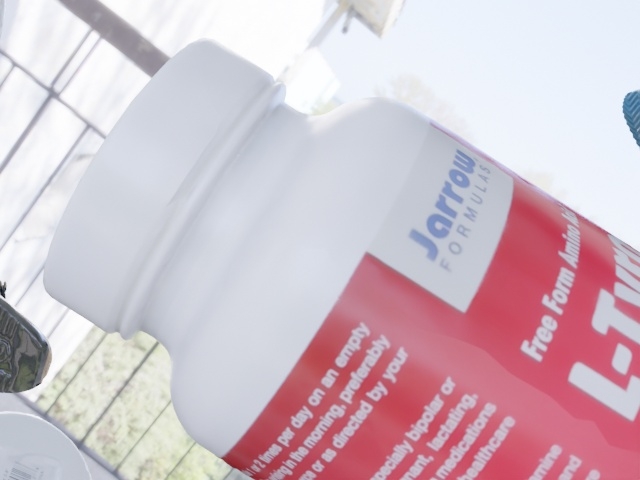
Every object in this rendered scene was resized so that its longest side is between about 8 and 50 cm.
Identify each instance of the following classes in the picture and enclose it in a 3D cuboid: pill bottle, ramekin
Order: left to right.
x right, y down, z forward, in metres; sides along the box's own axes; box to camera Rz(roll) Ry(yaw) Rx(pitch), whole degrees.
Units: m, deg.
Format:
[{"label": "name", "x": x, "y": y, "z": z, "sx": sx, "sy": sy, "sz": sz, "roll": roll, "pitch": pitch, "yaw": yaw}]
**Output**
[{"label": "ramekin", "x": -0.456, "y": 0.378, "z": 1.056, "sx": 0.277, "sy": 0.135, "sz": 0.277, "roll": 37, "pitch": 33, "yaw": -29}, {"label": "pill bottle", "x": 0.064, "y": 0.064, "z": 0.441, "sx": 0.407, "sy": 0.229, "sz": 0.229, "roll": 32, "pitch": 10, "yaw": -4}]

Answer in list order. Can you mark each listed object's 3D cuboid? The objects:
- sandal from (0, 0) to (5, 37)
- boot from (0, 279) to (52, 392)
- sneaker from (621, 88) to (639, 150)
[{"label": "sandal", "x": -0.485, "y": -0.171, "z": 0.842, "sx": 0.169, "sy": 0.416, "sz": 0.102, "roll": 20, "pitch": 20, "yaw": -31}, {"label": "boot", "x": -0.277, "y": 0.055, "z": 0.619, "sx": 0.197, "sy": 0.077, "sz": 0.137, "roll": 24, "pitch": 5, "yaw": 13}, {"label": "sneaker", "x": 0.410, "y": -0.083, "z": 0.811, "sx": 0.229, "sy": 0.092, "sz": 0.087, "roll": 59, "pitch": -5, "yaw": -28}]
